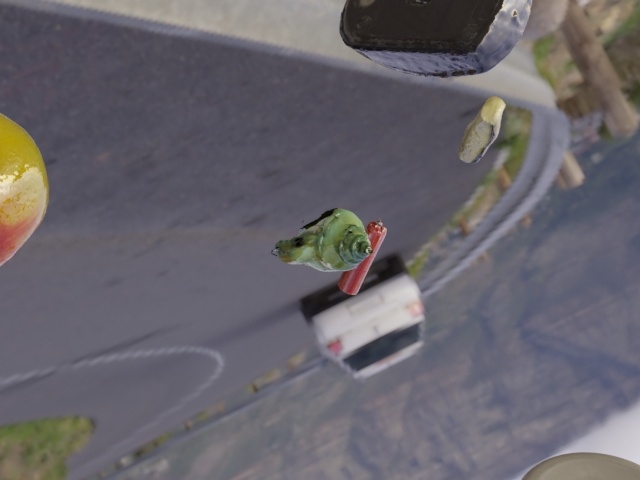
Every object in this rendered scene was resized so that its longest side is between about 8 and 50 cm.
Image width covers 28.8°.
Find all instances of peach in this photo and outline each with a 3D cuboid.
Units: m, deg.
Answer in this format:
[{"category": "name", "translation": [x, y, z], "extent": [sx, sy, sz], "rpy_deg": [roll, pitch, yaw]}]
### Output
[{"category": "peach", "translation": [-0.477, -0.065, 1.652], "extent": [0.231, 0.231, 0.231], "rpy_deg": [-26, 175, -3]}]

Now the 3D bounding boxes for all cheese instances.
[{"category": "cheese", "translation": [0.158, -0.109, 1.212], "extent": [0.030, 0.044, 0.083], "rpy_deg": [17, 150, -3]}]

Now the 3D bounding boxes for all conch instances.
[{"category": "conch", "translation": [0.003, 0.003, 1.592], "extent": [0.095, 0.079, 0.201], "rpy_deg": [-14, -178, -42]}]

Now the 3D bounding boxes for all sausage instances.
[{"category": "sausage", "translation": [0.062, 0.020, 1.799], "extent": [0.034, 0.034, 0.129], "rpy_deg": [-21, 143, -48]}]

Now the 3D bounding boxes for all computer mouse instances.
[{"category": "computer mouse", "translation": [0.158, -0.299, 1.682], "extent": [0.269, 0.170, 0.100], "rpy_deg": [14, 164, 39]}]

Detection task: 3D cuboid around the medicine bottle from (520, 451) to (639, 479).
[{"category": "medicine bottle", "translation": [0.328, 0.455, 1.551], "extent": [0.208, 0.339, 0.208], "rpy_deg": [1, -149, -1]}]
